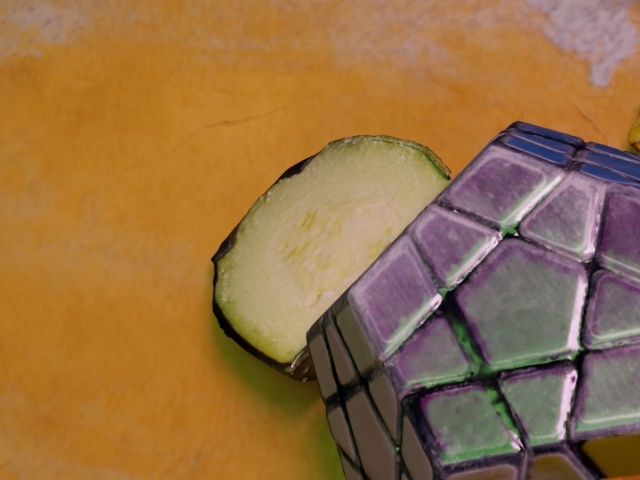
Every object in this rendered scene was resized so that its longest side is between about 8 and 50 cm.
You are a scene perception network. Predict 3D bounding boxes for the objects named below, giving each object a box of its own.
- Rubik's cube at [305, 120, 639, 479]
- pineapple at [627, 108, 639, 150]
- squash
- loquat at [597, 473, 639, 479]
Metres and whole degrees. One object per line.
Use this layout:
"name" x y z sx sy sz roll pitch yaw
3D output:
"Rubik's cube" 0.148 0.081 1.013 0.319 0.319 0.264 23 104 27
"pineapple" 0.265 -0.106 1.161 0.114 0.077 0.114 -9 52 13
"squash" 0.016 0.016 1.212 0.192 0.085 0.184 -47 32 -5
"loquat" 0.168 0.207 0.835 0.234 0.176 0.187 -31 82 47
